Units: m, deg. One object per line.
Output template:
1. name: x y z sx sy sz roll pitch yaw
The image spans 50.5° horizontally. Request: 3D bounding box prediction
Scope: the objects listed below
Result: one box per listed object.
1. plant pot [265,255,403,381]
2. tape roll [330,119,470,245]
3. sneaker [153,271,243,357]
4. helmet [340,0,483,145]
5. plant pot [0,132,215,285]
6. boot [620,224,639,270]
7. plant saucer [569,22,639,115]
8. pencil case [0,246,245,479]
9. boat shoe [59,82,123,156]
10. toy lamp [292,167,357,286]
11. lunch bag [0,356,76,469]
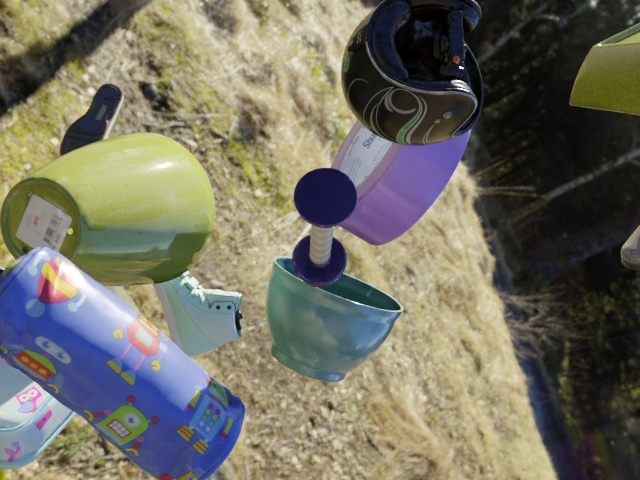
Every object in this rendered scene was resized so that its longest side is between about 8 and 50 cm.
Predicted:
1. plant pot: 0.005 0.178 1.450 0.293 0.196 0.293 20 8 -3
2. tape roll: 0.112 -0.132 1.063 0.090 0.275 0.275 30 38 -17
3. sneaker: -0.231 0.086 1.292 0.094 0.151 0.256 -85 159 -80
4. helmet: 0.107 -0.184 0.761 0.161 0.169 0.169 97 -27 -76
5. plant pot: -0.353 -0.040 1.087 0.275 0.275 0.293 62 16 1
6. boot: 0.569 -0.079 1.120 0.161 0.246 0.083 56 -13 -29
7. plant saucer: 0.304 -0.163 0.531 0.045 0.188 0.188 63 7 -12
8. pencil case: -0.225 0.139 0.714 0.306 0.133 0.119 43 13 -19
9. boat shoe: -0.441 -0.216 1.329 0.068 0.072 0.190 29 66 -4
10. toy lamp: 0.000 0.000 0.866 0.275 0.080 0.080 90 -17 -70
11. lunch bag: -0.483 0.193 0.974 0.224 0.279 0.108 -59 162 -49
